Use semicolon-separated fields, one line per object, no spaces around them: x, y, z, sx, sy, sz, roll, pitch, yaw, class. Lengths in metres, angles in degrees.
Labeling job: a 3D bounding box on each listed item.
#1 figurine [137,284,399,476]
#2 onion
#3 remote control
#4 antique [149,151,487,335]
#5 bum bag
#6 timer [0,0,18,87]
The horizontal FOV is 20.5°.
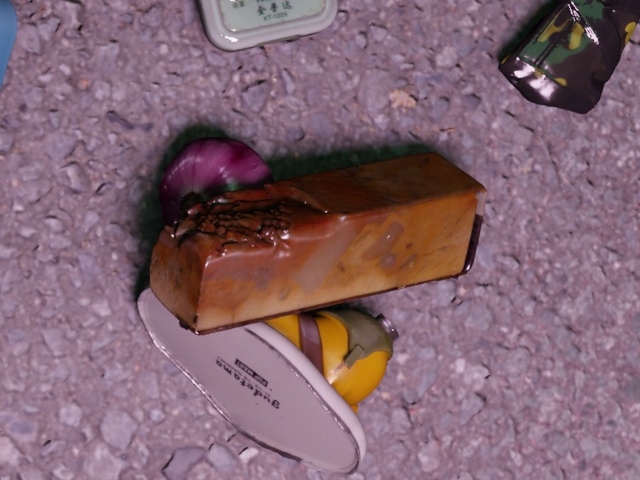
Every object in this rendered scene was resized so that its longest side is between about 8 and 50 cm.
-0.028;0.086;1.610;0.250;0.166;0.141;41;60;2;figurine
-0.092;-0.040;1.612;0.115;0.104;0.115;6;109;19;onion
-0.080;-0.346;1.631;0.128;0.065;0.335;-13;92;-11;remote control
0.000;0.000;1.567;0.310;0.087;0.093;-12;125;-33;antique
0.270;-0.226;1.714;0.106;0.060;0.232;39;83;-19;bum bag
-0.412;-0.144;1.535;0.250;0.091;0.232;19;98;1;timer
